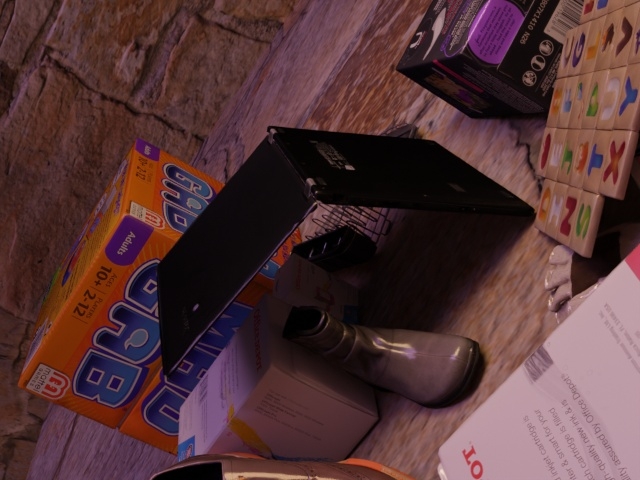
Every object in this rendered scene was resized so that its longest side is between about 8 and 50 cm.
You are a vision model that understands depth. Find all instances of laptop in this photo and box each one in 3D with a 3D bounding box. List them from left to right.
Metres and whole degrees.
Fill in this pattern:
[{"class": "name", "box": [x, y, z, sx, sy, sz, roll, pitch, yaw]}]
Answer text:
[{"class": "laptop", "box": [0.000, 0.000, 1.229, 0.382, 0.408, 0.236, -121, 37, -69]}]

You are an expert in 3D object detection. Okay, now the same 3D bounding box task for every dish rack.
[{"class": "dish rack", "box": [0.059, -0.074, 1.504, 0.208, 0.074, 0.271, -19, 46, 62]}]

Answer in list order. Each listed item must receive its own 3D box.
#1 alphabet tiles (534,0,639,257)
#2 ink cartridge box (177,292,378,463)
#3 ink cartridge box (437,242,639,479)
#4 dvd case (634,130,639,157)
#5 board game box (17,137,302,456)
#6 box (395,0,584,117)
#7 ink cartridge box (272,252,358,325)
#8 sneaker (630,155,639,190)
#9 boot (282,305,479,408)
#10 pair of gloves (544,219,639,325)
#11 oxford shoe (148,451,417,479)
[{"class": "alphabet tiles", "box": [0.266, -0.138, 0.919, 0.342, 0.011, 0.285, -73, -7, -82]}, {"class": "ink cartridge box", "box": [-0.061, 0.228, 1.240, 0.232, 0.168, 0.171, -53, 21, 22]}, {"class": "ink cartridge box", "box": [0.233, 0.145, 0.633, 0.283, 0.117, 0.207, -52, 34, 24]}, {"class": "dvd case", "box": [0.331, -0.162, 1.021, 0.164, 0.018, 0.221, -34, 34, 56]}, {"class": "board game box", "box": [-0.262, 0.102, 1.641, 0.356, 0.356, 0.356, -55, 20, 18]}, {"class": "box", "box": [0.228, -0.264, 1.207, 0.165, 0.143, 0.270, -61, 14, 0]}, {"class": "ink cartridge box", "box": [-0.007, 0.086, 1.370, 0.052, 0.122, 0.088, -50, 23, 31]}, {"class": "sneaker", "box": [0.313, -0.046, 0.795, 0.070, 0.051, 0.134, -30, 22, 15]}, {"class": "boot", "box": [0.057, 0.127, 1.085, 0.246, 0.161, 0.083, -13, 53, 61]}, {"class": "pair of gloves", "box": [0.262, 0.080, 0.824, 0.204, 0.042, 0.240, -30, 37, 56]}, {"class": "oxford shoe", "box": [-0.037, 0.297, 1.002, 0.364, 0.133, 0.129, -7, 74, 38]}]
